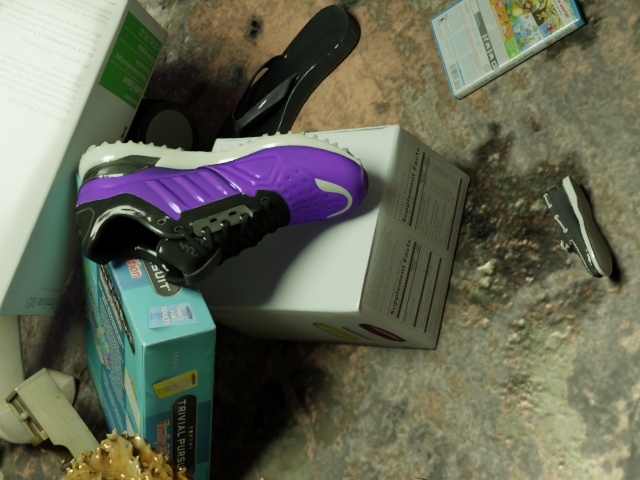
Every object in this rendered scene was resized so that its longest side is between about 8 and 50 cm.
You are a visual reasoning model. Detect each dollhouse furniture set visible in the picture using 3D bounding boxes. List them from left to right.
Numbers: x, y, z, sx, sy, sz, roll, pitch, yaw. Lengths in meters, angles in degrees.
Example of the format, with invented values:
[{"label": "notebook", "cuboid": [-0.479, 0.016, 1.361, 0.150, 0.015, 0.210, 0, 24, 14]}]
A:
[{"label": "dollhouse furniture set", "cuboid": [-0.378, 0.287, 1.473, 0.242, 0.161, 0.212, -35, 0, -25]}]

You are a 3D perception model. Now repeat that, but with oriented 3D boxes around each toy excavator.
[{"label": "toy excavator", "cuboid": [-0.366, -0.026, 1.638, 0.222, 0.433, 0.445, 11, 50, 42]}]

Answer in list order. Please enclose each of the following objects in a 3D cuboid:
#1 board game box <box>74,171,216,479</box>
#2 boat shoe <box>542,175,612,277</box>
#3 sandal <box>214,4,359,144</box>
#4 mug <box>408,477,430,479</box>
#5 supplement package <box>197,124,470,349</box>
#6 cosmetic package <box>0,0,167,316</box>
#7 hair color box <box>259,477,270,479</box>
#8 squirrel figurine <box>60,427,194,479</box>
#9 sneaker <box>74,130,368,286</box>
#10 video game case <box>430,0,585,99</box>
[{"label": "board game box", "cuboid": [-0.193, 0.122, 1.406, 0.336, 0.079, 0.253, 98, 152, -45]}, {"label": "boat shoe", "cuboid": [0.252, -0.009, 1.262, 0.038, 0.046, 0.125, -34, 49, 23]}, {"label": "sandal", "cuboid": [-0.057, -0.193, 1.598, 0.254, 0.054, 0.097, -53, 47, 7]}, {"label": "mug", "cuboid": [0.131, 0.305, 1.174, 0.169, 0.113, 0.150, 17, 80, 46]}, {"label": "supplement package", "cuboid": [0.000, 0.000, 1.399, 0.262, 0.145, 0.204, -1, 70, 40]}, {"label": "cosmetic package", "cuboid": [-0.322, -0.109, 1.415, 0.155, 0.197, 0.365, 21, 90, 6]}, {"label": "hair color box", "cuboid": [-0.068, 0.349, 1.356, 0.093, 0.053, 0.167, 36, 93, 44]}, {"label": "squirrel figurine", "cuboid": [-0.201, 0.374, 1.270, 0.397, 0.281, 0.370, -59, 35, 18]}, {"label": "sneaker", "cuboid": [-0.099, -0.018, 1.249, 0.294, 0.102, 0.146, -2, 50, 7]}, {"label": "video game case", "cuboid": [0.206, -0.245, 1.432, 0.166, 0.015, 0.119, -30, 53, 26]}]
